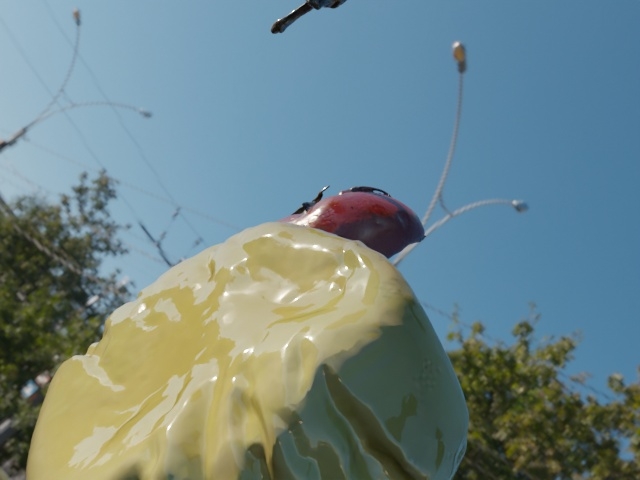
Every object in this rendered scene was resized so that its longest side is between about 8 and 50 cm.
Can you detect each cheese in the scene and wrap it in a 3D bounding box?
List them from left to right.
[{"bbox_3d":[-0.046,0.090,0.444,0.226,0.214,0.117,25,-34,56],"label":"cheese"}]

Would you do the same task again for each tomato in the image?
[{"bbox_3d":[-0.002,-0.003,0.995,0.101,0.228,0.228,65,-23,-4],"label":"tomato"}]

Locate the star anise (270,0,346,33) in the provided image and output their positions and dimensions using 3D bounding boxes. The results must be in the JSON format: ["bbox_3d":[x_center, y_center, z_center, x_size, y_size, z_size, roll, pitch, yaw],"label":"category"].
[{"bbox_3d":[0.014,-0.338,1.003,0.089,0.209,0.231,20,-21,-19],"label":"star anise"}]
